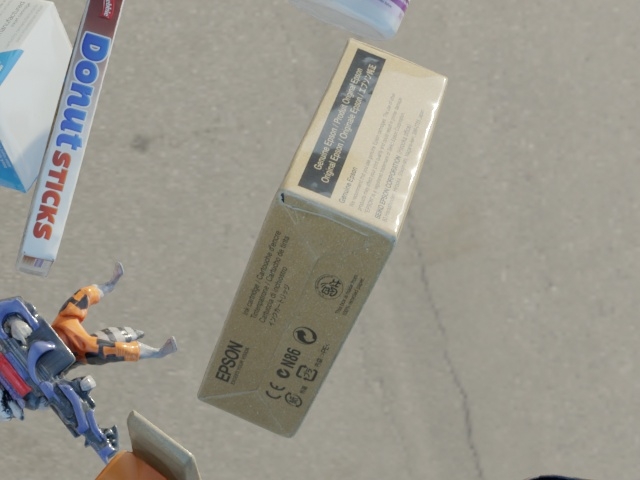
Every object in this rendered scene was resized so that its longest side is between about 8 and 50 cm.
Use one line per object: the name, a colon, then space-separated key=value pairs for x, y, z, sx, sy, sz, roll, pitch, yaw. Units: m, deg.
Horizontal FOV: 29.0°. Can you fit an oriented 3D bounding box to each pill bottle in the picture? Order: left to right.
pill bottle: x=0.077 y=-0.435 z=1.650 sx=0.169 sy=0.169 sz=0.302 roll=21 pitch=93 yaw=-49

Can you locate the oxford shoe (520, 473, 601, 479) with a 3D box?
oxford shoe: x=0.121 y=0.203 z=0.878 sx=0.097 sy=0.271 sz=0.098 roll=-81 pitch=158 yaw=-43

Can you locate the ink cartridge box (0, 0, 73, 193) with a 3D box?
ink cartridge box: x=-0.437 y=-0.195 z=1.500 sx=0.168 sy=0.232 sz=0.171 roll=78 pitch=31 yaw=-54

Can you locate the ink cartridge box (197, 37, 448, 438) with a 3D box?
ink cartridge box: x=0.000 y=0.000 z=0.920 sx=0.193 sy=0.088 sz=0.235 roll=-70 pitch=-177 yaw=-48

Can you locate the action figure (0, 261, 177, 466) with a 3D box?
action figure: x=-0.410 y=0.226 z=2.075 sx=0.330 sy=0.178 sz=0.341 roll=-27 pitch=76 yaw=-25

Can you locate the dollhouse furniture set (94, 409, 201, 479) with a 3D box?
dollhouse furniture set: x=-0.165 y=0.188 z=0.596 sx=0.262 sy=0.259 sz=0.135 roll=-49 pitch=163 yaw=-20

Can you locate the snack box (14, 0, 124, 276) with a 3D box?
snack box: x=-0.143 y=-0.070 z=0.715 sx=0.022 sy=0.064 sz=0.178 roll=15 pitch=76 yaw=-13
